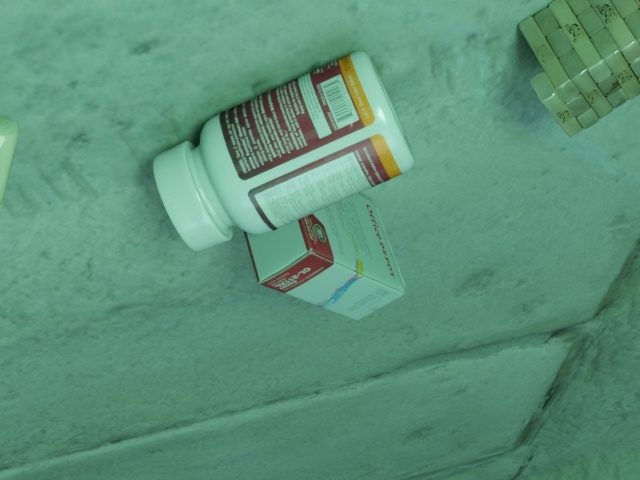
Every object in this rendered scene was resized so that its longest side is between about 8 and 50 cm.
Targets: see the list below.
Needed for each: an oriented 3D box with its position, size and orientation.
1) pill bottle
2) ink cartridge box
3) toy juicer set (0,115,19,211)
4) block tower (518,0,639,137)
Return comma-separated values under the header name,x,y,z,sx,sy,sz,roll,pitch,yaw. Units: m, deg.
name,x,y,z,sx,sy,sz,roll,pitch,yaw
pill bottle,-0.035,-0.078,0.993,0.221,0.121,0.121,-23,149,8
ink cartridge box,0.000,0.000,1.129,0.072,0.127,0.175,-33,146,24
toy juicer set,-0.367,-0.090,0.838,0.329,0.089,0.209,25,116,-39
block tower,0.344,-0.233,0.988,0.335,0.097,0.091,-33,147,18
